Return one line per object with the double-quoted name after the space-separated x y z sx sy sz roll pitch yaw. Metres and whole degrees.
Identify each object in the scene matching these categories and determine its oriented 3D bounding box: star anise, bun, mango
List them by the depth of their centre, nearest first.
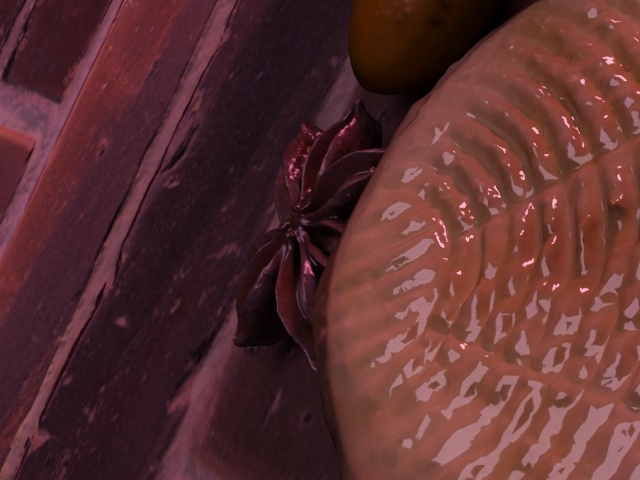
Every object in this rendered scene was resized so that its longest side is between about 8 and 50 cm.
0.176 0.034 0.622 0.364 0.202 0.364 -29 43 31 "bun"
0.010 -0.001 0.949 0.197 0.073 0.212 22 89 57 "star anise"
0.083 -0.201 0.968 0.137 0.098 0.195 39 107 50 "mango"
